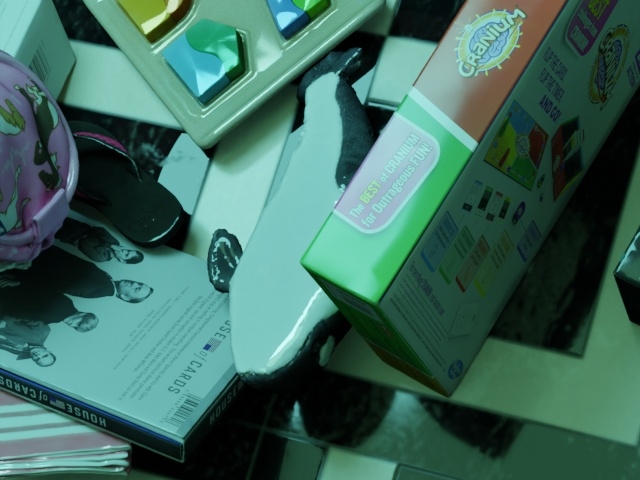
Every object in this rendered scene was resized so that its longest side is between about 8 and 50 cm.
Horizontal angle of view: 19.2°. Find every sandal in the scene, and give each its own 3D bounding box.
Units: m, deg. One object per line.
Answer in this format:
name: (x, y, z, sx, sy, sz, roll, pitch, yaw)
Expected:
sandal: (-0.177, -0.055, 1.515, 0.179, 0.040, 0.067, 33, 77, 37)

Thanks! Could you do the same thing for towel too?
towel: (-0.218, 0.107, 1.436, 0.144, 0.029, 0.197, -4, 41, -7)

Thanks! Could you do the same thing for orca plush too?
orca plush: (0.000, 0.000, 1.440, 0.151, 0.102, 0.287, -21, 49, 22)

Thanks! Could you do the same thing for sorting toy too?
sorting toy: (-0.076, -0.201, 1.545, 0.193, 0.038, 0.208, -39, 61, 0)

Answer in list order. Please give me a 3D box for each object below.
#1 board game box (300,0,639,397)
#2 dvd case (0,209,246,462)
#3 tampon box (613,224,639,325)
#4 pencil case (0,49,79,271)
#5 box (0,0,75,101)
board game box: (0.124, -0.064, 1.341, 0.064, 0.242, 0.316, 29, 80, 23)
dvd case: (-0.159, 0.064, 1.441, 0.238, 0.030, 0.179, 20, 44, 21)
tampon box: (0.294, -0.006, 1.338, 0.101, 0.120, 0.161, 27, 80, 23)
pencil case: (-0.378, -0.026, 1.462, 0.386, 0.160, 0.167, -14, 68, 29)
box: (-0.308, -0.138, 1.550, 0.170, 0.091, 0.130, 7, 55, 18)
